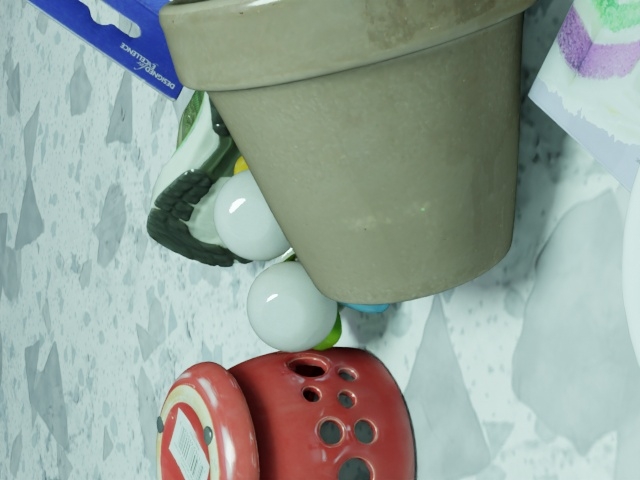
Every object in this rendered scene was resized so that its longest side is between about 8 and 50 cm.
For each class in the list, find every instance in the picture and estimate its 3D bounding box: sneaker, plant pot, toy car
[{"bbox_3d":[-0.053,-0.158,0.985,0.410,0.158,0.182,-49,31,40],"label":"sneaker"},{"bbox_3d":[0.043,-0.086,0.727,0.263,0.263,0.229,12,122,58],"label":"plant pot"},{"bbox_3d":[0.000,0.000,0.885,0.159,0.136,0.182,-42,-67,-77],"label":"toy car"},{"bbox_3d":[-0.040,0.190,0.897,0.191,0.174,0.191,0,89,60],"label":"plant pot"}]

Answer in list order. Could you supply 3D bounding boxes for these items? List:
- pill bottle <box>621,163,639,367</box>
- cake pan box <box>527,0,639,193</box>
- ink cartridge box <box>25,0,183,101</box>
[{"bbox_3d":[0.245,0.011,0.344,0.153,0.264,0.153,-10,78,59],"label":"pill bottle"},{"bbox_3d":[0.248,-0.111,0.538,0.267,0.070,0.246,58,137,43],"label":"cake pan box"},{"bbox_3d":[-0.107,-0.312,0.877,0.069,0.175,0.371,-24,36,57],"label":"ink cartridge box"}]
